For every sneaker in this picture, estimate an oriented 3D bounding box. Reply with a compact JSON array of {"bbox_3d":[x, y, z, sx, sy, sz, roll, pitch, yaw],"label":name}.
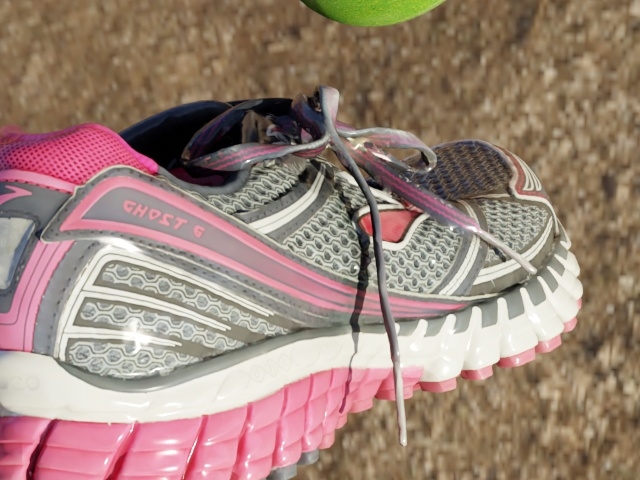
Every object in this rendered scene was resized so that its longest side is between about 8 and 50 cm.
[{"bbox_3d":[0.000,0.000,0.642,0.121,0.112,0.299,-1,9,29],"label":"sneaker"}]

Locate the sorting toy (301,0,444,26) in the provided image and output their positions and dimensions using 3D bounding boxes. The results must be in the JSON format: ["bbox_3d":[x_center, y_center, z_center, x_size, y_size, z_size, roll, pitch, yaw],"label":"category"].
[{"bbox_3d":[0.015,-0.091,0.347,0.061,0.042,0.102,41,102,28],"label":"sorting toy"}]
